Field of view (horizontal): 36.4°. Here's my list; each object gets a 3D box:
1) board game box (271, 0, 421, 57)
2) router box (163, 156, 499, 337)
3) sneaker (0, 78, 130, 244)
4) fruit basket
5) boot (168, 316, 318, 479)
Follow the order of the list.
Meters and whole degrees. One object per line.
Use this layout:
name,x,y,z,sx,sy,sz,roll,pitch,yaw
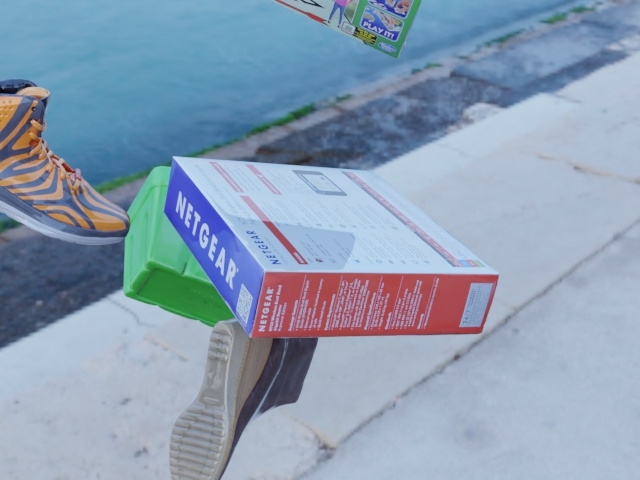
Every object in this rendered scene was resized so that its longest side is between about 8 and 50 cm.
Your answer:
board game box,-0.002,-0.398,1.347,0.317,0.213,0.046,25,60,1
router box,0.000,0.000,1.195,0.301,0.082,0.335,2,24,-27
sneaker,-0.395,-0.117,1.390,0.321,0.180,0.124,23,13,-30
fruit basket,-0.166,-0.027,1.796,0.392,0.283,0.392,12,61,-22
boot,-0.088,0.218,1.276,0.090,0.248,0.207,17,2,33
